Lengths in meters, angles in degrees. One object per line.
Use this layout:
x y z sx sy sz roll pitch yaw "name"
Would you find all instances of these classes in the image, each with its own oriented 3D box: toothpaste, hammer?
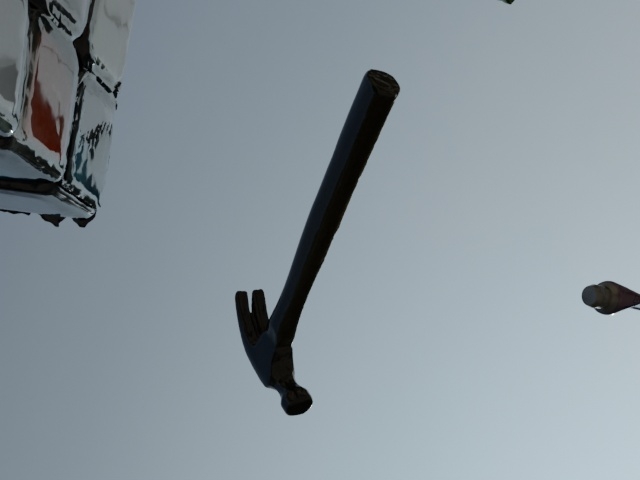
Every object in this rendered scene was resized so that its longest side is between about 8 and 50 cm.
0.474 0.091 1.627 0.301 0.075 0.048 9 -69 -38 "toothpaste"
0.000 0.000 1.322 0.044 0.440 0.168 -7 -135 -35 "hammer"

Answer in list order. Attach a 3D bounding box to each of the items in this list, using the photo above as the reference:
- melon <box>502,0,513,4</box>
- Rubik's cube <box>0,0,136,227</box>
0.308 -0.545 1.757 0.196 0.323 0.124 38 -171 7 "melon"
-0.356 -0.230 0.917 0.362 0.359 0.363 6 -98 12 "Rubik's cube"
